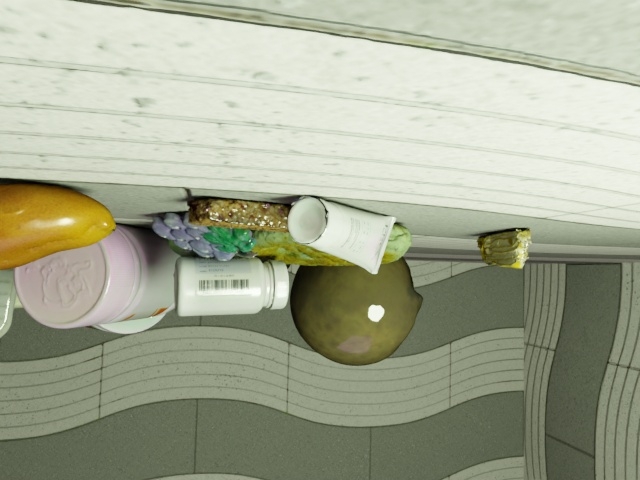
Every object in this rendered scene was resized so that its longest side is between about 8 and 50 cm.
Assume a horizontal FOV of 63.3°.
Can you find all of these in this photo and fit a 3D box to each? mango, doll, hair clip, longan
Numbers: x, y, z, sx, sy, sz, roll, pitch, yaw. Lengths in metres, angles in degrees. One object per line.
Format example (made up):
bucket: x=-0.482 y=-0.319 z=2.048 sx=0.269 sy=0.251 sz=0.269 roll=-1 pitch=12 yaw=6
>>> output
mango: x=-0.311 y=-0.024 z=0.556 sx=0.160 sy=0.084 sz=0.105 roll=-18 pitch=167 yaw=-20
doll: x=-0.225 y=-0.001 z=0.990 sx=0.115 sy=0.077 sz=0.150 roll=11 pitch=-167 yaw=29
hair clip: x=-0.179 y=-0.013 z=0.829 sx=0.196 sy=0.052 sz=0.124 roll=4 pitch=153 yaw=34
longan: x=0.080 y=0.133 z=1.175 sx=0.319 sy=0.318 sz=0.319 roll=2 pitch=176 yaw=0

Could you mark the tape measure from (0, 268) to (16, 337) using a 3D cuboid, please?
tape measure: x=-0.757 y=0.079 z=1.093 sx=0.265 sy=0.257 sz=0.130 roll=12 pitch=172 yaw=-33

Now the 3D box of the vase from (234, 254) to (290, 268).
vase: x=-0.205 y=0.052 z=1.747 sx=0.214 sy=0.086 sz=0.086 roll=5 pitch=179 yaw=32

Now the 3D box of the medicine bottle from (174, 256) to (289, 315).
medicine bottle: x=-0.157 y=0.078 z=0.907 sx=0.187 sy=0.102 sz=0.103 roll=0 pitch=177 yaw=-20

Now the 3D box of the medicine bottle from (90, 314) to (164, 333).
medicine bottle: x=-0.543 y=0.108 z=1.348 sx=0.253 sy=0.252 sz=0.241 roll=5 pitch=176 yaw=-45

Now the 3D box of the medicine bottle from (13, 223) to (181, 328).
medicine bottle: x=-0.417 y=0.065 z=1.044 sx=0.203 sy=0.202 sz=0.316 roll=1 pitch=176 yaw=12

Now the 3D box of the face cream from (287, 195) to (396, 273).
face cream: x=0.040 y=-0.007 z=0.687 sx=0.058 sy=0.092 sz=0.244 roll=23 pitch=-176 yaw=30

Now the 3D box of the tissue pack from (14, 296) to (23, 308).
tissue pack: x=-0.922 y=0.075 z=1.342 sx=0.297 sy=0.207 sz=0.381 roll=-2 pitch=175 yaw=32

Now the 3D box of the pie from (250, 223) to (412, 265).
pie: x=0.000 y=0.000 z=0.906 sx=0.324 sy=0.070 sz=0.323 roll=2 pitch=172 yaw=0

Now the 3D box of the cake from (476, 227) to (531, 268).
cake: x=0.377 y=0.020 z=0.981 sx=0.116 sy=0.079 sz=0.185 roll=5 pitch=172 yaw=-12

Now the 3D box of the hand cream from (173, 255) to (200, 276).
hand cream: x=-0.221 y=0.032 z=1.063 sx=0.080 sy=0.048 sz=0.255 roll=-19 pitch=-171 yaw=10

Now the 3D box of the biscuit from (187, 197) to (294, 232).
biscuit: x=-0.072 y=-0.030 z=0.679 sx=0.199 sy=0.034 sz=0.064 roll=5 pitch=175 yaw=-35
